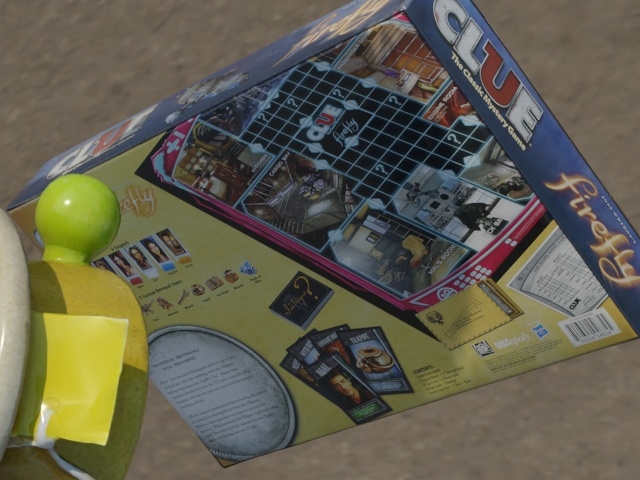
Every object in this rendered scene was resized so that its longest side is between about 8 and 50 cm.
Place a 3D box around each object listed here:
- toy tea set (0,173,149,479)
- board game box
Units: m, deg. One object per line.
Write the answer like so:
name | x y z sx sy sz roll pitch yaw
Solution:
toy tea set | -0.093 0.158 0.461 0.124 0.200 0.336 17 75 -34
board game box | 0.000 0.000 0.795 0.165 0.243 0.042 52 43 -18
